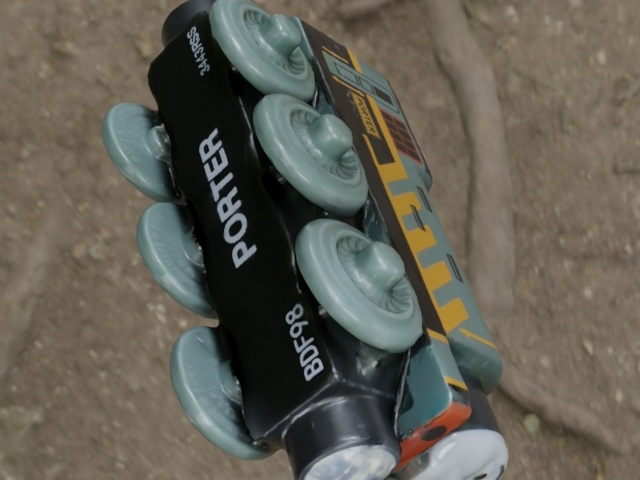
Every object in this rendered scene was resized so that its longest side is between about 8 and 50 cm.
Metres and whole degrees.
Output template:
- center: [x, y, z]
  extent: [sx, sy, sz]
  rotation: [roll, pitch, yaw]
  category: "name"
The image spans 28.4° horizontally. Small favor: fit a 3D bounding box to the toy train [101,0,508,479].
- center: [0.000, 0.000, 0.710]
  extent: [0.142, 0.190, 0.334]
  rotation: [-42, 48, 24]
  category: "toy train"
